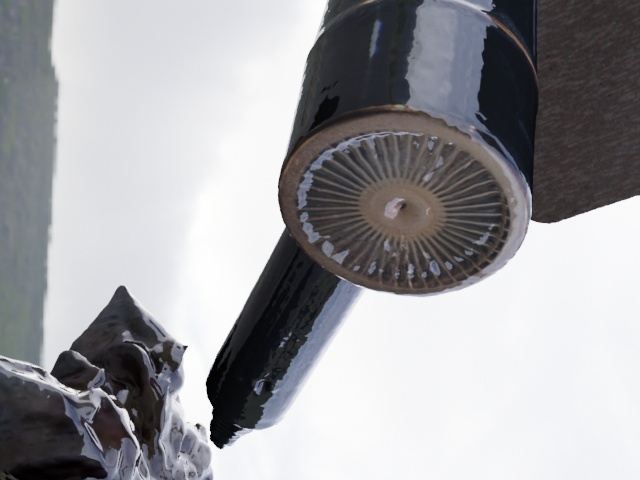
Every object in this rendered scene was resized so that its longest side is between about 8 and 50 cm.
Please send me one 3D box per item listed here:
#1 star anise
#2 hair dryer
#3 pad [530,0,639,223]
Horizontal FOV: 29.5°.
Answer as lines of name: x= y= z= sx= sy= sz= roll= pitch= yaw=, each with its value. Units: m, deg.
star anise: x=-0.129 y=0.158 z=0.738 sx=0.315 sy=0.108 sz=0.315 roll=-8 pitch=90 yaw=-77
hair dryer: x=0.000 y=0.000 z=0.642 sx=0.352 sy=0.107 sz=0.189 roll=122 pitch=-14 yaw=-44
pad: x=0.165 y=-0.112 z=0.632 sx=0.266 sy=0.002 sz=0.176 roll=-21 pitch=-78 yaw=46
